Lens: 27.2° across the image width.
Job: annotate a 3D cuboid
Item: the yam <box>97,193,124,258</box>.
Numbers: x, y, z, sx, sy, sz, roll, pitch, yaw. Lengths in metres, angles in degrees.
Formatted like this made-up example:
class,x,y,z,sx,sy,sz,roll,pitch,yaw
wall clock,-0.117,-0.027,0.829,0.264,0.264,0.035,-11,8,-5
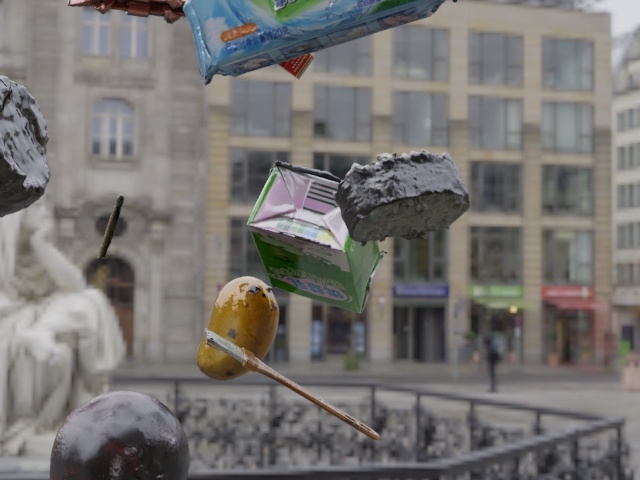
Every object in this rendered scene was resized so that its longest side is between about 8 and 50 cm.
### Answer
class,x,y,z,sx,sy,sz,roll,pitch,yaw
yam,-0.320,-0.021,2.024,0.014,0.107,0.014,19,12,-4

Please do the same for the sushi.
class,x,y,z,sx,sy,sz,roll,pitch,yaw
sushi,0.094,-0.051,1.502,0.150,0.078,0.090,-10,-34,-19

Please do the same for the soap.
class,x,y,z,sx,sy,sz,roll,pitch,yaw
soap,-0.008,-0.271,1.344,0.293,0.156,0.077,-18,-7,8

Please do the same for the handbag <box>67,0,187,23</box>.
class,x,y,z,sx,sy,sz,roll,pitch,yaw
handbag,-0.280,-0.410,2.047,0.213,0.157,0.059,6,-41,-11

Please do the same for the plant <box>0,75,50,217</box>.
class,x,y,z,sx,sy,sz,roll,pitch,yaw
plant,-0.464,-0.107,1.666,0.234,0.178,0.204,-12,-17,18

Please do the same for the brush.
class,x,y,z,sx,sy,sz,roll,pitch,yaw
brush,-0.039,0.220,1.984,0.314,0.017,0.090,33,4,-10

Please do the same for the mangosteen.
class,x,y,z,sx,sy,sz,roll,pitch,yaw
mangosteen,-0.212,0.226,1.359,0.153,0.152,0.152,1,-4,0

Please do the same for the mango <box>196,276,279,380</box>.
class,x,y,z,sx,sy,sz,roll,pitch,yaw
mango,-0.129,0.145,2.120,0.115,0.178,0.090,21,1,23

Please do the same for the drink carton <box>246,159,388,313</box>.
class,x,y,z,sx,sy,sz,roll,pitch,yaw
drink carton,0.000,0.000,1.956,0.161,0.108,0.271,17,-19,13

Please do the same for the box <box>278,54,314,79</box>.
class,x,y,z,sx,sy,sz,roll,pitch,yaw
box,-0.059,-0.344,2.467,0.082,0.051,0.023,36,-1,9
